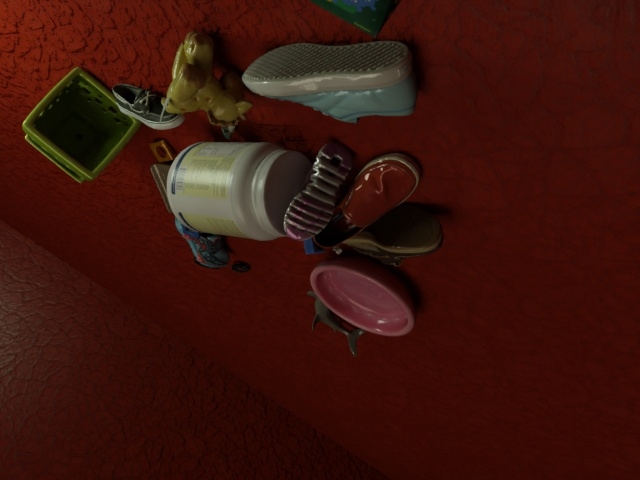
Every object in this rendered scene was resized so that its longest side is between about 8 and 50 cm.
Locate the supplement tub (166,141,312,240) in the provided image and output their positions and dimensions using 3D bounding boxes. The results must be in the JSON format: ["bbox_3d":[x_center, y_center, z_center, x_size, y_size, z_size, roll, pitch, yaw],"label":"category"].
[{"bbox_3d":[-0.190,-0.123,1.525,0.324,0.236,0.235,8,144,37],"label":"supplement tub"}]

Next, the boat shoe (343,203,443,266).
[{"bbox_3d":[0.170,-0.005,1.498,0.341,0.123,0.123,3,149,48],"label":"boat shoe"}]

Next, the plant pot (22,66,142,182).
[{"bbox_3d":[-0.671,-0.304,1.734,0.228,0.227,0.207,42,157,-20],"label":"plant pot"}]

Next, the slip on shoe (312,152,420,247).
[{"bbox_3d":[0.097,-0.080,1.406,0.123,0.101,0.331,40,132,-18],"label":"slip on shoe"}]

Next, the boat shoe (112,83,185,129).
[{"bbox_3d":[-0.444,-0.345,1.588,0.219,0.078,0.070,20,151,23],"label":"boat shoe"}]

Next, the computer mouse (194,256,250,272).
[{"bbox_3d":[-0.350,0.076,2.221,0.241,0.041,0.071,8,153,25],"label":"computer mouse"}]

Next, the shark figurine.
[{"bbox_3d":[0.025,0.271,2.079,0.166,0.116,0.278,7,141,41],"label":"shark figurine"}]

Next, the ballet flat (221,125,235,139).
[{"bbox_3d":[-0.226,-0.289,1.507,0.041,0.041,0.114,15,149,28],"label":"ballet flat"}]

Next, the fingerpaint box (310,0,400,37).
[{"bbox_3d":[-0.048,-0.521,0.780,0.444,0.163,0.371,30,160,2],"label":"fingerpaint box"}]

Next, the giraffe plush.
[{"bbox_3d":[-0.234,-0.322,1.344,0.170,0.210,0.181,17,-169,-25],"label":"giraffe plush"}]

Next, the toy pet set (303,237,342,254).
[{"bbox_3d":[0.000,0.000,1.715,0.122,0.065,0.114,44,150,-21],"label":"toy pet set"}]

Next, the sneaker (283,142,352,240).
[{"bbox_3d":[-0.010,-0.105,1.412,0.095,0.237,0.104,29,170,-12],"label":"sneaker"}]

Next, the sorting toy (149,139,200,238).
[{"bbox_3d":[-0.398,-0.154,1.862,0.195,0.047,0.348,8,131,29],"label":"sorting toy"}]

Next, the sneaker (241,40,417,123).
[{"bbox_3d":[0.013,-0.280,1.184,0.365,0.135,0.150,12,143,34],"label":"sneaker"}]

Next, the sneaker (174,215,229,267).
[{"bbox_3d":[-0.367,0.000,2.039,0.125,0.104,0.262,3,141,39],"label":"sneaker"}]

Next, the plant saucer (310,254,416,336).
[{"bbox_3d":[0.132,0.152,1.812,0.331,0.084,0.332,23,150,14],"label":"plant saucer"}]
